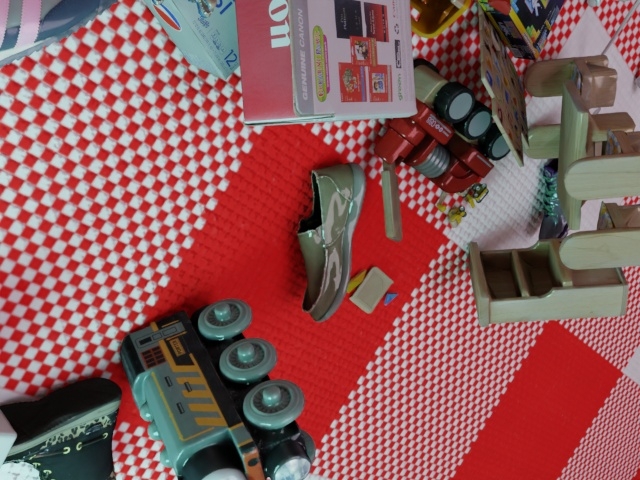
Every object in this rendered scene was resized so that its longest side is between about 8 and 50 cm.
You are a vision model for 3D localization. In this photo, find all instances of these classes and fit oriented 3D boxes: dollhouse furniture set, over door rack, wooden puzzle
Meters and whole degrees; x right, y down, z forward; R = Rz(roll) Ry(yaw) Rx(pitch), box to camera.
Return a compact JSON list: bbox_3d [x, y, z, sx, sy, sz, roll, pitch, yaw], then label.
[{"bbox_3d":[0.387,-0.064,1.460,0.256,0.362,0.394,-5,125,5],"label":"dollhouse furniture set"},{"bbox_3d":[0.594,-0.405,1.612,0.239,0.108,0.324,-20,139,-33],"label":"over door rack"},{"bbox_3d":[0.086,0.084,1.473,0.078,0.014,0.116,-47,136,-7],"label":"wooden puzzle"}]

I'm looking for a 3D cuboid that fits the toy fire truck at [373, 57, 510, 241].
[{"bbox_3d":[0.170,-0.121,1.351,0.246,0.158,0.217,-51,138,9],"label":"toy fire truck"}]

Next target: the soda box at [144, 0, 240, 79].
[{"bbox_3d":[-0.166,-0.321,0.956,0.098,0.091,0.286,-48,136,-12],"label":"soda box"}]

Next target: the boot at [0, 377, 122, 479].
[{"bbox_3d":[-0.367,0.294,1.121,0.236,0.085,0.178,-18,126,-37],"label":"boot"}]

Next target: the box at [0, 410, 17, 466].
[{"bbox_3d":[-0.452,0.237,0.941,0.119,0.182,0.181,25,94,-45],"label":"box"}]

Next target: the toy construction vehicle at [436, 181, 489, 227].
[{"bbox_3d":[0.250,-0.077,1.522,0.098,0.035,0.086,-50,147,-5],"label":"toy construction vehicle"}]

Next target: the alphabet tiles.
[{"bbox_3d":[0.292,-0.237,1.359,0.198,0.009,0.237,50,34,-40],"label":"alphabet tiles"}]

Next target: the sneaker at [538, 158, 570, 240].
[{"bbox_3d":[0.459,-0.098,1.684,0.098,0.083,0.223,17,99,-23],"label":"sneaker"}]

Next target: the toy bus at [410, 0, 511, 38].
[{"bbox_3d":[0.164,-0.381,1.216,0.202,0.191,0.104,-9,161,-39],"label":"toy bus"}]

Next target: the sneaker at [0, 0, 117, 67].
[{"bbox_3d":[-0.332,-0.243,0.833,0.319,0.112,0.131,-35,132,-24],"label":"sneaker"}]

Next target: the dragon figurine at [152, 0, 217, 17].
[{"bbox_3d":[-0.129,-0.370,0.834,0.085,0.144,0.289,-10,98,-38],"label":"dragon figurine"}]

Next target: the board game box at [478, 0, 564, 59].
[{"bbox_3d":[0.329,-0.398,1.384,0.170,0.048,0.141,37,76,-47],"label":"board game box"}]

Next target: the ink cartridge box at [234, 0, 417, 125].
[{"bbox_3d":[-0.012,-0.289,0.972,0.272,0.130,0.309,-14,102,-57],"label":"ink cartridge box"}]

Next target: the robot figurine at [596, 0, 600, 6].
[{"bbox_3d":[0.480,-0.554,1.336,0.300,0.200,0.353,21,96,-29],"label":"robot figurine"}]

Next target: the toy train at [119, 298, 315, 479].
[{"bbox_3d":[-0.138,0.210,1.122,0.190,0.334,0.142,-22,130,-15],"label":"toy train"}]

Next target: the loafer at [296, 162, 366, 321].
[{"bbox_3d":[0.000,0.000,1.305,0.087,0.094,0.251,7,99,-19],"label":"loafer"}]
